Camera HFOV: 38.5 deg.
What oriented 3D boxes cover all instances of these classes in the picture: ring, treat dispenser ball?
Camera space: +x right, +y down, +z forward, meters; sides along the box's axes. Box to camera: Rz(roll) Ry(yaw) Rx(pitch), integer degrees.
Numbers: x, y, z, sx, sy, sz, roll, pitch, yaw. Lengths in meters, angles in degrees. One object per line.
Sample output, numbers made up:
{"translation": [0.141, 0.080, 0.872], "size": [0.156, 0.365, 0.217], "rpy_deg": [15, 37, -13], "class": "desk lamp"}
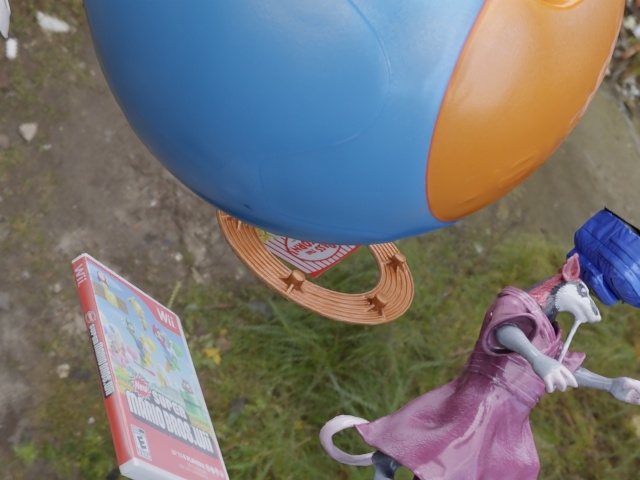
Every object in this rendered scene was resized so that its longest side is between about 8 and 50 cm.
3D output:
{"translation": [0.000, 0.000, 1.400], "size": [0.337, 0.032, 0.336], "rpy_deg": [24, 31, -15], "class": "ring"}
{"translation": [0.017, -0.141, 0.501], "size": [0.288, 0.288, 0.288], "rpy_deg": [35, 36, -31], "class": "treat dispenser ball"}

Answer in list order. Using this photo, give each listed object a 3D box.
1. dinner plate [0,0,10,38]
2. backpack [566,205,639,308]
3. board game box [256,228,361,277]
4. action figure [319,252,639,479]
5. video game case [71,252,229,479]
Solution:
{"translation": [-0.379, -0.302, 1.050], "size": [0.141, 0.017, 0.141], "rpy_deg": [163, -90, -80], "class": "dinner plate"}
{"translation": [0.391, 0.036, 1.191], "size": [0.098, 0.101, 0.120], "rpy_deg": [41, 4, -34], "class": "backpack"}
{"translation": [-0.032, -0.023, 1.630], "size": [0.193, 0.147, 0.045], "rpy_deg": [31, 40, -30], "class": "board game box"}
{"translation": [0.224, 0.177, 1.140], "size": [0.248, 0.276, 0.370], "rpy_deg": [41, 72, -45], "class": "action figure"}
{"translation": [-0.195, 0.167, 1.070], "size": [0.204, 0.025, 0.285], "rpy_deg": [46, 15, -52], "class": "video game case"}
